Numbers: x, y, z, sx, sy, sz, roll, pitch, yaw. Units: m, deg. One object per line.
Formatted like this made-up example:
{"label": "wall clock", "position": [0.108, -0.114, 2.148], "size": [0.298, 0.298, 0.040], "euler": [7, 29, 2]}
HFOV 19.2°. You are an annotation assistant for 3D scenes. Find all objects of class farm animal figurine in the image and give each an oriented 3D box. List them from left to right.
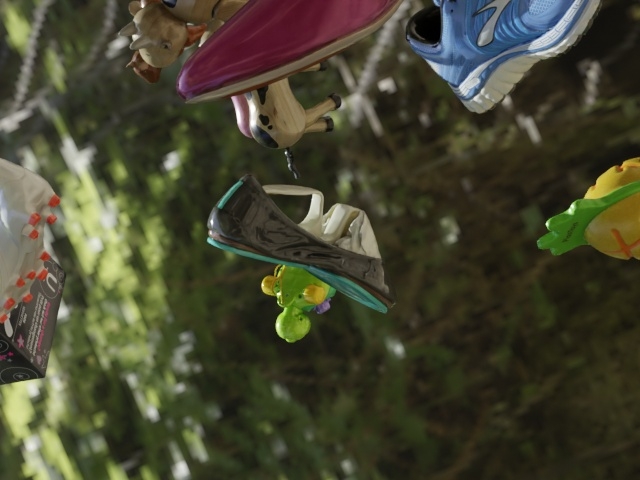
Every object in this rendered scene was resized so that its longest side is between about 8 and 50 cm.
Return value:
{"label": "farm animal figurine", "position": [-0.133, -0.266, 2.199], "size": [0.330, 0.172, 0.326], "euler": [30, 127, 40]}

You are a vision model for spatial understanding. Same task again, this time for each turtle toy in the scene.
{"label": "turtle toy", "position": [-0.021, 0.066, 2.409], "size": [0.130, 0.095, 0.066], "euler": [-62, -41, -21]}

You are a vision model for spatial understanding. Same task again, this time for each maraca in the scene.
{"label": "maraca", "position": [0.307, -0.028, 1.908], "size": [0.127, 0.186, 0.099], "euler": [101, 150, -59]}

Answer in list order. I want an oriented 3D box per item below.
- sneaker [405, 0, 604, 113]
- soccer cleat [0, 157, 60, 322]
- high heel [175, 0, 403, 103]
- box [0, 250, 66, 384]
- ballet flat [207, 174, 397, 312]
{"label": "sneaker", "position": [0.187, -0.250, 1.886], "size": [0.147, 0.330, 0.129], "euler": [33, -127, -12]}
{"label": "soccer cleat", "position": [-0.284, -0.001, 1.705], "size": [0.076, 0.196, 0.068], "euler": [36, -131, 11]}
{"label": "high heel", "position": [0.023, -0.253, 1.444], "size": [0.181, 0.377, 0.127], "euler": [60, 164, -5]}
{"label": "box", "position": [-0.456, 0.089, 2.301], "size": [0.142, 0.247, 0.163], "euler": [51, -144, -46]}
{"label": "ballet flat", "position": [0.000, 0.000, 2.027], "size": [0.095, 0.096, 0.280], "euler": [23, 179, 44]}
